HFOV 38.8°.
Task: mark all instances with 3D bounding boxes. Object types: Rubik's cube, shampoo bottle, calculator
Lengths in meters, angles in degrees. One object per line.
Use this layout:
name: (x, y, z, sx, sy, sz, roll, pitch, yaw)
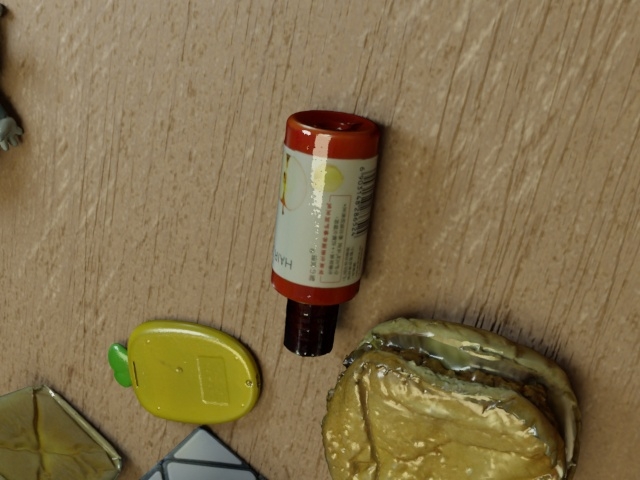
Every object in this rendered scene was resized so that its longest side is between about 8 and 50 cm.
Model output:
Rubik's cube: (-0.175, 0.409, 1.186, 0.205, 0.207, 0.205, 39, 120, 9)
shampoo bottle: (0.000, 0.000, 1.022, 0.104, 0.104, 0.278, 15, 113, 20)
calculator: (-0.187, 0.177, 1.212, 0.235, 0.032, 0.146, 0, 107, 24)

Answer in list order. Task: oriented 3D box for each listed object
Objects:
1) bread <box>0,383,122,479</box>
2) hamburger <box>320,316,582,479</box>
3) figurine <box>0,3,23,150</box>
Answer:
bread: (-0.409, 0.321, 1.274, 0.210, 0.192, 0.110, 38, 121, 9)
hamburger: (0.140, 0.216, 1.010, 0.283, 0.144, 0.259, 18, 118, 15)
figurine: (-0.492, -0.186, 1.161, 0.140, 0.193, 0.265, 12, 99, 23)
